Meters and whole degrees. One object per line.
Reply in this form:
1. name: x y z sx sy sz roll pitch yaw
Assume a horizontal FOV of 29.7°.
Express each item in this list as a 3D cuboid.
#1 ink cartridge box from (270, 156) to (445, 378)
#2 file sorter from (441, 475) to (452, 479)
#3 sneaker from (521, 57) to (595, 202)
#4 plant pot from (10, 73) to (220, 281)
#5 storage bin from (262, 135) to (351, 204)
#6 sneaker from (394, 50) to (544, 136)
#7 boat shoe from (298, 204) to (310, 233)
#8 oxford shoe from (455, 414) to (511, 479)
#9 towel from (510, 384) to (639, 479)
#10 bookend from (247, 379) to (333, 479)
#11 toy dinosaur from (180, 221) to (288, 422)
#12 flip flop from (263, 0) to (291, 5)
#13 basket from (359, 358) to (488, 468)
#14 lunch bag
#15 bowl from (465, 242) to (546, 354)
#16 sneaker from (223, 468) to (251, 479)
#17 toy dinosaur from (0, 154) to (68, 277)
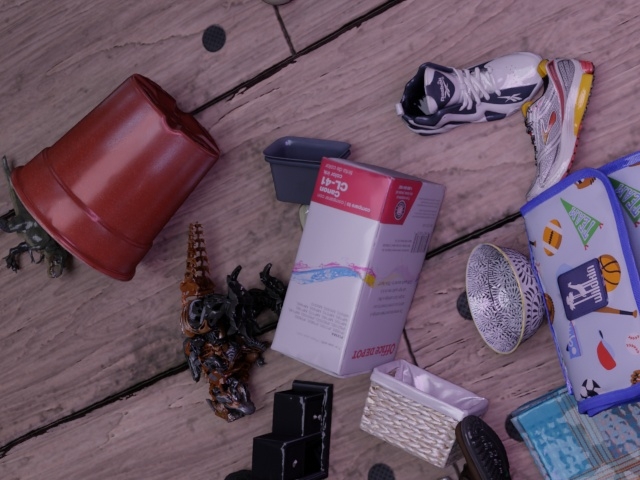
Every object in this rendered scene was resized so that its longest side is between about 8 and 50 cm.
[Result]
1. ink cartridge box: 0.060 0.039 1.850 0.131 0.226 0.306 20 97 24
2. file sorter: 0.127 0.532 1.840 0.277 0.173 0.193 -44 72 18
3. sneaker: 0.337 -0.163 1.793 0.092 0.088 0.225 13 87 3
4. plant pot: -0.327 -0.119 2.029 0.265 0.272 0.272 -45 72 9
5. storage bin: -0.016 -0.111 1.969 0.135 0.098 0.091 9 121 24
6. sneaker: 0.217 -0.227 1.820 0.234 0.153 0.094 -13 84 24
7. boat shoe: 0.000 0.000 1.974 0.045 0.050 0.135 -18 82 29
8. oxford shoe: 0.237 0.357 1.798 0.096 0.083 0.227 -9 118 31
9. towel: 0.475 0.356 1.754 0.271 0.040 0.370 -32 76 22
10. bookend: -0.047 0.311 1.933 0.072 0.156 0.157 3 90 25
11. toy dinosaur: -0.168 0.134 2.006 0.218 0.164 0.322 -23 101 39
12. flip flop: -0.073 -0.532 2.000 0.112 0.080 0.277 7 92 25
13. basket: 0.156 0.267 1.865 0.167 0.113 0.103 24 103 23
14. lunch bag: 0.485 0.040 1.642 0.385 0.239 0.328 -20 73 25
15. bowl: 0.292 0.079 1.805 0.080 0.170 0.170 -11 82 -20
16. sneaker: -0.105 0.517 1.983 0.109 0.130 0.286 -11 58 -13
17. toy dinosaur: -0.557 -0.018 2.232 0.118 0.064 0.268 -38 72 13
